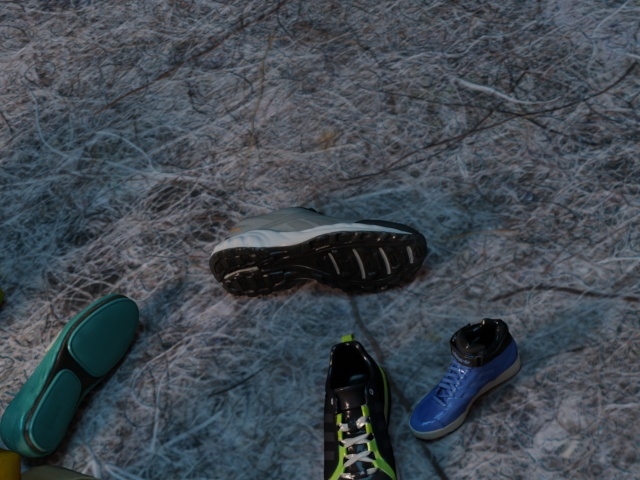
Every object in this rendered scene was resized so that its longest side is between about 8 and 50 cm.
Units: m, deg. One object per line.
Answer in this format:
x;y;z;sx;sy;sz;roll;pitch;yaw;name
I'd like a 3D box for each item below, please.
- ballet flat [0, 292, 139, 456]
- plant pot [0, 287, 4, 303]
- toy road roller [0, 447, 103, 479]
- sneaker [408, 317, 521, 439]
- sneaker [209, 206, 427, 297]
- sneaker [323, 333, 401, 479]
-0.311;0.157;1.919;0.087;0.083;0.247;-6;40;39;ballet flat
-0.579;0.072;2.022;0.227;0.228;0.207;8;56;30;plant pot
-0.367;0.241;1.631;0.329;0.241;0.202;-2;0;-28;toy road roller
0.148;0.143;1.721;0.152;0.084;0.058;-36;43;-14;sneaker
0.000;0.000;1.932;0.271;0.100;0.108;-1;40;23;sneaker
0.031;0.200;1.704;0.084;0.097;0.235;-15;42;9;sneaker
